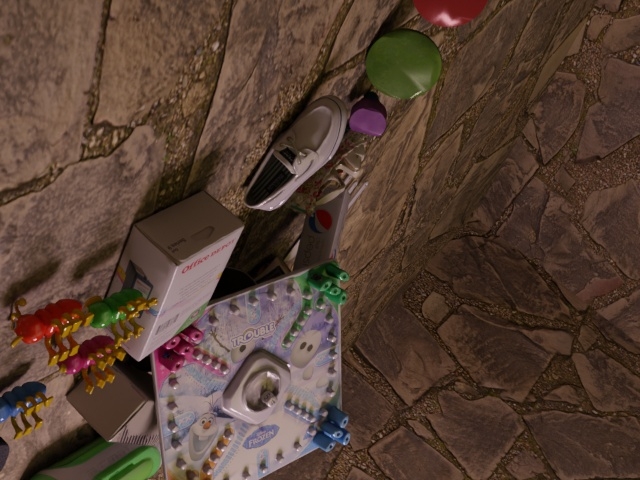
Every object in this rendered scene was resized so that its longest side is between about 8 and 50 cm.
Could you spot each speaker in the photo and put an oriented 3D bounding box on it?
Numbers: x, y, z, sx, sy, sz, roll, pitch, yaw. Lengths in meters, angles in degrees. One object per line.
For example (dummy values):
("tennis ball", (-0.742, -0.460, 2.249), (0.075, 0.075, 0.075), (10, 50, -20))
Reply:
("speaker", (-0.411, 0.431, 1.573), (0.131, 0.131, 0.296), (-56, 166, 24))

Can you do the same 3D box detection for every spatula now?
("spatula", (0.015, -0.048, 1.916), (0.242, 0.019, 0.168), (-54, 161, 10))

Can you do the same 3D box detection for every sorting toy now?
("sorting toy", (0.155, -0.343, 1.452), (0.366, 0.127, 0.126), (-57, -165, 38))

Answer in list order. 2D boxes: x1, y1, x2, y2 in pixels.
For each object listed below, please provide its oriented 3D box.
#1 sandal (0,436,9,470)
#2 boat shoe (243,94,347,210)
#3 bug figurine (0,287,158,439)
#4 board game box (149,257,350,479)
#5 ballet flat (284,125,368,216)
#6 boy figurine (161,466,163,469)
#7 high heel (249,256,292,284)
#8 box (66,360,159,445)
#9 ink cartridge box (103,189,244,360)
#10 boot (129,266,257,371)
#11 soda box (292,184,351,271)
("sandal", (-0.525, 0.345, 1.147), (0.254, 0.054, 0.097), (-43, 161, 9))
("boat shoe", (-0.040, -0.130, 1.353), (0.226, 0.083, 0.076), (-55, 167, 23))
("bug figurine", (-0.338, 0.145, 1.128), (0.216, 0.072, 0.279), (-22, 155, -47))
("board game box", (-0.102, 0.264, 1.497), (0.389, 0.050, 0.390), (-19, 119, -35))
("ballet flat", (0.027, -0.129, 1.594), (0.241, 0.077, 0.091), (-46, 165, -21))
("boy figurine", (-0.323, 0.511, 2.161), (0.177, 0.092, 0.285), (-36, 161, -48))
("high heel", (-0.139, 0.118, 1.763), (0.186, 0.093, 0.261), (-35, 174, 3))
("box", (-0.328, 0.284, 1.481), (0.094, 0.113, 0.275), (-47, 165, -7))
("ink cartridge box", (-0.217, 0.049, 1.242), (0.154, 0.093, 0.212), (-35, 161, -49))
("boot", (-0.224, 0.144, 1.502), (0.244, 0.088, 0.176), (-18, 147, -52))
("soda box", (0.000, 0.000, 1.687), (0.074, 0.069, 0.216), (35, 68, -78))
